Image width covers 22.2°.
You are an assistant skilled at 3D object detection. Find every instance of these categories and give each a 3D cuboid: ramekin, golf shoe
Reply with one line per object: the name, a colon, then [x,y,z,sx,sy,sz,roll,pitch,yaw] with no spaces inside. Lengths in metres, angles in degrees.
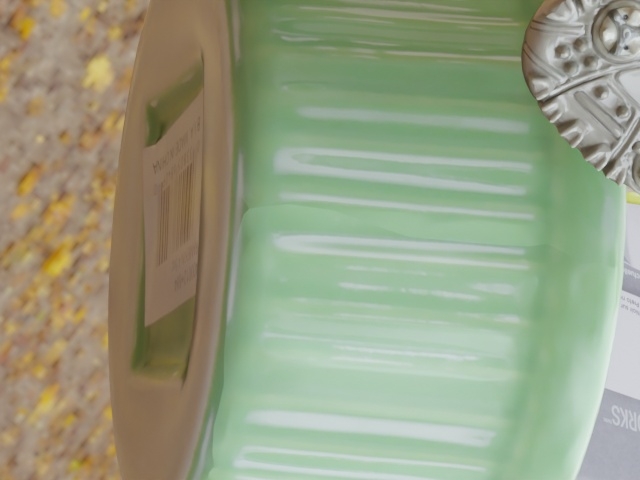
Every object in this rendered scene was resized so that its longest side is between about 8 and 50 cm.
ramekin: [0.000,0.000,0.719,0.303,0.148,0.304,-175,-90,-74]
golf shoe: [0.131,-0.050,0.525,0.069,0.176,0.086,-69,-153,18]

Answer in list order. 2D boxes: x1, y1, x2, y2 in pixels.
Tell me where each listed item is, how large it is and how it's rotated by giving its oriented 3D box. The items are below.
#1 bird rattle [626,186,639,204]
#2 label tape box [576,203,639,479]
bird rattle: [0.239,-0.042,0.777,0.207,0.253,0.143,-10,104,-45]
label tape box: [0.143,0.117,1.016,0.106,0.240,0.334,-26,-126,45]
